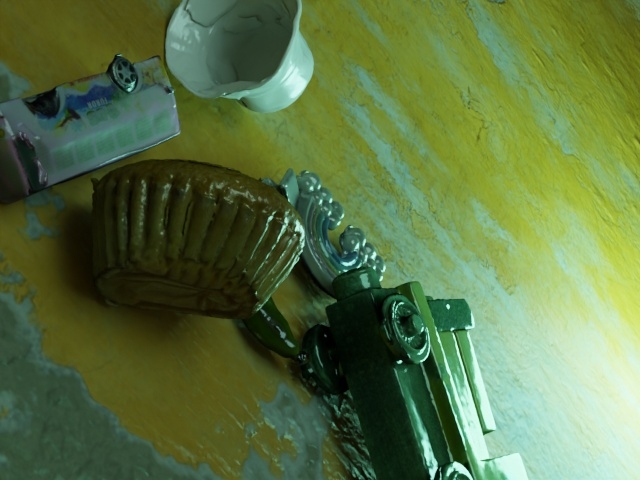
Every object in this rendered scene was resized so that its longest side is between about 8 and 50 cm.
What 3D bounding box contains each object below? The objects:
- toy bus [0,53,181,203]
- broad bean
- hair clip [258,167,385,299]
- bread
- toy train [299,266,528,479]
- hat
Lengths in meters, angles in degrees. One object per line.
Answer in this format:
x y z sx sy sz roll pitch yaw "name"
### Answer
-0.270 -0.128 1.629 0.274 0.090 0.112 -28 100 -51 "toy bus"
-0.090 0.041 1.765 0.065 0.046 0.254 -23 83 -25 "broad bean"
0.000 0.000 1.901 0.220 0.054 0.140 51 33 -21 "hair clip"
-0.135 0.000 1.596 0.240 0.240 0.139 28 59 -37 "bread"
0.125 0.222 1.830 0.253 0.160 0.397 0 69 -56 "toy train"
-0.084 -0.239 1.859 0.126 0.203 0.203 39 41 -55 "hat"
